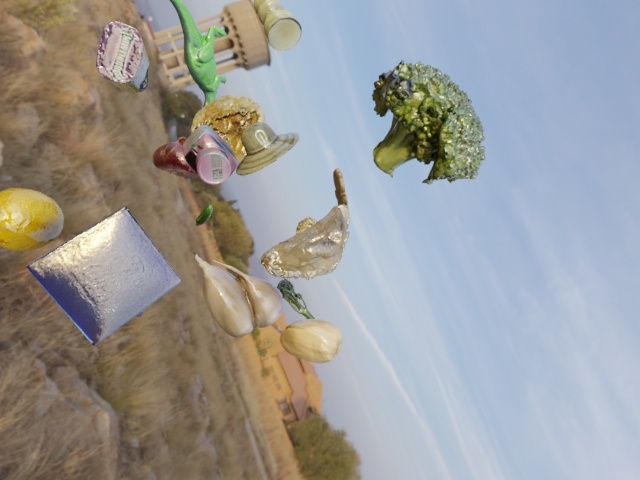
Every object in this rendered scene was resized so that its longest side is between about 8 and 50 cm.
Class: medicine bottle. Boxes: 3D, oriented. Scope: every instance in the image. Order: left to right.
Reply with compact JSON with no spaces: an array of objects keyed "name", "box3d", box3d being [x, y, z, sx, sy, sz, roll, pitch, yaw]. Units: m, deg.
[{"name":"medicine bottle","box3d":[-0.277,-0.209,1.089,0.119,0.094,0.188,43,7,-31]}]

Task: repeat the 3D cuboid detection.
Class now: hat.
[{"name":"hat","box3d":[-0.203,-0.330,1.433,0.110,0.251,0.252,59,-3,-29]}]

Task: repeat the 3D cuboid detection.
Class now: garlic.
[{"name":"garlic","box3d":[-0.266,0.178,1.474,0.340,0.231,0.246,65,-5,-30]}]

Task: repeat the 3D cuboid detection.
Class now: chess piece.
[{"name":"chess piece","box3d":[-0.172,-0.826,1.593,0.133,0.133,0.243,85,-19,-61]}]

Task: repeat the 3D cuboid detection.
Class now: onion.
[{"name":"onion","box3d":[-0.607,-0.353,1.894,0.248,0.247,0.162,99,8,-73]}]

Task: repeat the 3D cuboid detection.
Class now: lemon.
[{"name":"lemon","box3d":[-0.878,-0.061,1.278,0.256,0.188,0.189,-4,73,-85]}]

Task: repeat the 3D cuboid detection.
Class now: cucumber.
[{"name":"cucumber","box3d":[-0.442,-0.086,1.629,0.155,0.037,0.037,-39,-110,45]}]

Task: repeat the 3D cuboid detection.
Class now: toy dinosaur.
[{"name":"toy dinosaur","box3d":[-0.532,-0.706,1.720,0.500,0.143,0.375,9,94,-65]}]

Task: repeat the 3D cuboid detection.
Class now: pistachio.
[{"name":"pistachio","box3d":[-0.027,0.267,1.184,0.200,0.117,0.145,2,-43,47]}]

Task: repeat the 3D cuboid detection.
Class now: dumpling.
[{"name":"dumpling","box3d":[-0.006,0.021,1.294,0.166,0.332,0.086,52,-20,6]}]

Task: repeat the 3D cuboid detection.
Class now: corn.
[{"name":"corn","box3d":[0.000,0.000,1.569,0.211,0.087,0.087,41,4,-26]}]

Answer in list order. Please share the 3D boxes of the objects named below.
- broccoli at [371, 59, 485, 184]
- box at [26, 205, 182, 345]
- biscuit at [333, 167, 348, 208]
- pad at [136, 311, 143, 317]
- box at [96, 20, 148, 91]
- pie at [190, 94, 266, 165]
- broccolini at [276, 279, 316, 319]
[{"name":"broccoli","box3d":[0.286,-0.327,1.187,0.317,0.277,0.339,-1,-65,37]},{"name":"box","box3d":[-0.575,0.091,1.180,0.262,0.278,0.116,57,-19,-15]},{"name":"biscuit","box3d":[0.095,-0.226,1.990,0.166,0.036,0.226,-122,-161,-71]},{"name":"pad","box3d":[-0.825,0.151,1.743,0.323,0.055,0.250,63,-3,-27]},{"name":"box","box3d":[-0.509,-0.467,1.140,0.345,0.097,0.134,-145,-110,-67]},{"name":"pie","box3d":[-0.380,-0.455,1.783,0.077,0.338,0.339,66,0,-74]},{"name":"broccolini","box3d":[-0.038,0.306,1.863,0.392,0.079,0.074,43,-35,-18]}]
